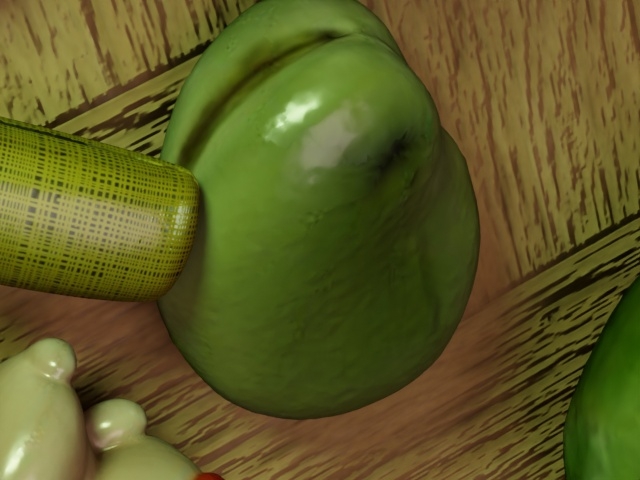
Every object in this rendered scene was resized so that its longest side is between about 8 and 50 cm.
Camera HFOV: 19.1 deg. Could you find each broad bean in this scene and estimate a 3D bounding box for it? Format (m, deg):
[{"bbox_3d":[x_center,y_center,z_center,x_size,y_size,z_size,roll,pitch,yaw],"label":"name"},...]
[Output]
[{"bbox_3d":[0.000,0.000,1.017,0.189,0.121,0.263,-26,128,-15],"label":"broad bean"}]

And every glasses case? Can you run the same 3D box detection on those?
[{"bbox_3d":[-0.174,-0.024,0.904,0.234,0.064,0.079,14,110,-14],"label":"glasses case"}]

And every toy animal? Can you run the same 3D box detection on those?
[{"bbox_3d":[-0.126,0.161,1.008,0.197,0.171,0.171,42,90,-21],"label":"toy animal"}]

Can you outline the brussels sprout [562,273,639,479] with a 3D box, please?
[{"bbox_3d":[0.344,0.114,1.153,0.361,0.425,0.342,42,46,-18],"label":"brussels sprout"}]
